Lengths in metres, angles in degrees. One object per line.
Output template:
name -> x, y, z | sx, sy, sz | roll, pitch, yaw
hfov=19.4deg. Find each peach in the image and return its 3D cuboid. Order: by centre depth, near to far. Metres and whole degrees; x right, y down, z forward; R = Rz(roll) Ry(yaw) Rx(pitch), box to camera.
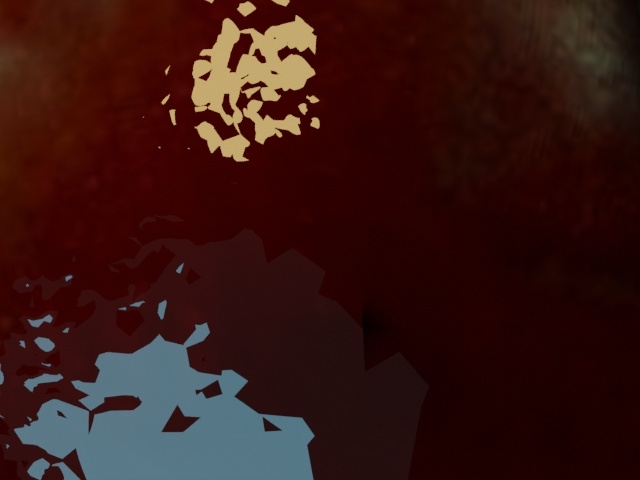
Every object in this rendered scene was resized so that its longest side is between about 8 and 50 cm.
peach -> 0.005, 0.021, 0.611 | 0.335, 0.310, 0.406 | -10, 149, 26

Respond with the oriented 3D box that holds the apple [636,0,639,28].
apple -> 0.223, -0.088, 0.379 | 0.360, 0.320, 0.311 | -22, 175, -7
